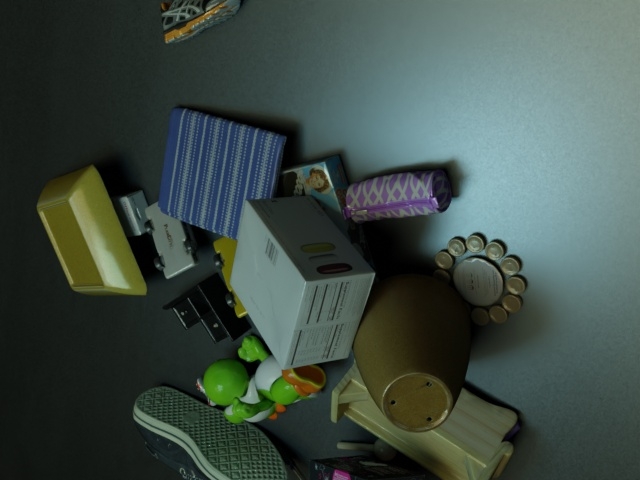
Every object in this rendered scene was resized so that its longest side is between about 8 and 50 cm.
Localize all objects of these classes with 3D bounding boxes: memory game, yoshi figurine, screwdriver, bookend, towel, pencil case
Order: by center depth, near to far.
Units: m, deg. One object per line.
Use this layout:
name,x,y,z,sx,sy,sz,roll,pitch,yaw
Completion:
pencil case,0.140,-0.080,1.447,0.206,0.088,0.086,-9,108,36
memory game,0.296,0.075,1.459,0.186,0.012,0.186,14,118,29
towel,-0.214,-0.137,1.645,0.335,0.040,0.243,20,107,35
yoshi figurine,-0.147,0.309,1.765,0.362,0.203,0.203,-40,70,41
bookend,-0.273,0.183,1.855,0.157,0.072,0.156,-30,93,40
screwdriver,-0.061,0.576,1.920,0.025,0.024,0.170,-34,90,10

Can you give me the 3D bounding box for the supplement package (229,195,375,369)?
supplement package,-0.043,0.070,1.454,0.262,0.145,0.204,51,136,44

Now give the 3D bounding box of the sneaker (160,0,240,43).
sneaker,-0.247,-0.460,1.543,0.214,0.084,0.083,-12,99,38

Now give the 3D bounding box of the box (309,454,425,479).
box,0.091,0.538,1.578,0.247,0.142,0.164,-12,76,63

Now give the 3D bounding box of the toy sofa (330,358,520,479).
toy sofa,0.210,0.366,1.583,0.362,0.177,0.150,30,149,20

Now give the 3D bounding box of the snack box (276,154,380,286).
snack box,0.000,0.000,1.594,0.187,0.060,0.322,-10,104,37

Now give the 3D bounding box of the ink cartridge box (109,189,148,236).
ink cartridge box,-0.478,-0.061,1.893,0.135,0.056,0.099,-6,108,37

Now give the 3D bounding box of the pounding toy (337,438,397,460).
pounding toy,0.139,0.563,1.746,0.183,0.110,0.237,-22,68,49

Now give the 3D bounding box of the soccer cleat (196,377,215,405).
soccer cleat,-0.285,0.384,1.984,0.035,0.029,0.083,-23,100,30

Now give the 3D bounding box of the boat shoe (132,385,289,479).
boat shoe,-0.277,0.532,1.950,0.500,0.186,0.156,20,122,33

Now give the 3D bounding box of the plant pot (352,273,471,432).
plant pot,0.164,0.218,1.391,0.237,0.254,0.237,1,112,4

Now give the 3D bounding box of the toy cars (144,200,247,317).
toy cars,-0.247,0.036,1.758,0.393,0.087,0.177,25,88,25

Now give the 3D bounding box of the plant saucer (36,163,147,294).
plant saucer,-0.586,0.000,1.925,0.332,0.081,0.333,-6,108,53
